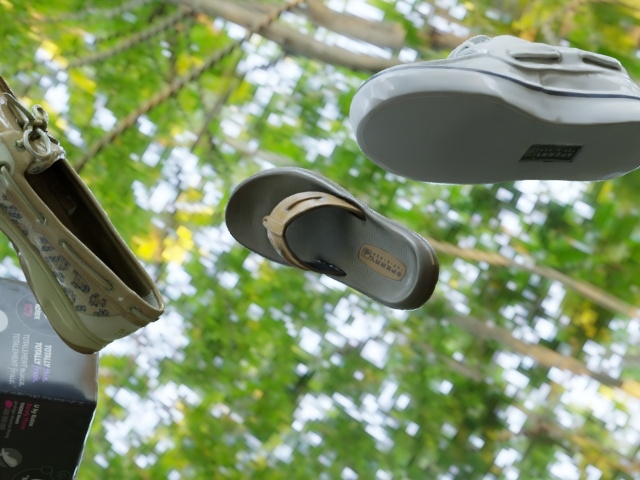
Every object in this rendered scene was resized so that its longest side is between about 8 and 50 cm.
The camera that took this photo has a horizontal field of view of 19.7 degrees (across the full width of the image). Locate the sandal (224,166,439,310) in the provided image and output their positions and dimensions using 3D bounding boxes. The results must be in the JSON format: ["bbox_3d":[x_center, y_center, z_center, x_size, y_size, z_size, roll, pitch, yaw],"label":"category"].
[{"bbox_3d":[0.000,0.000,1.558,0.060,0.219,0.090,-3,-63,-53],"label":"sandal"}]

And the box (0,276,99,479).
[{"bbox_3d":[-0.351,0.127,1.709,0.270,0.165,0.143,11,-54,-13],"label":"box"}]

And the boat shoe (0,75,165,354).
[{"bbox_3d":[-0.234,-0.040,1.597,0.285,0.089,0.104,60,-154,-13],"label":"boat shoe"}]

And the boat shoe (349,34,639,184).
[{"bbox_3d":[0.117,-0.092,1.225,0.258,0.084,0.095,6,-39,-40],"label":"boat shoe"}]
